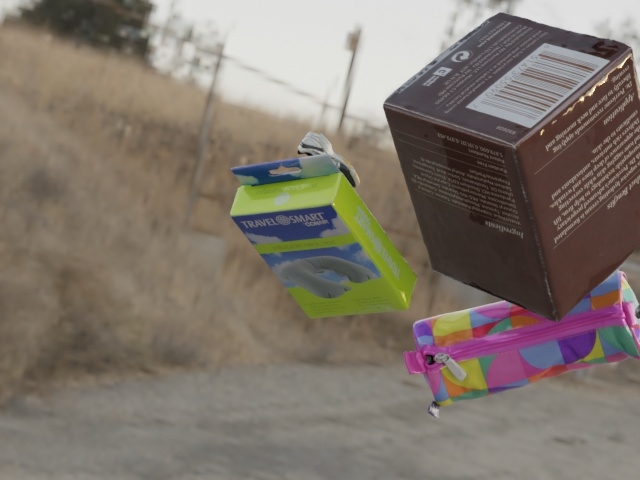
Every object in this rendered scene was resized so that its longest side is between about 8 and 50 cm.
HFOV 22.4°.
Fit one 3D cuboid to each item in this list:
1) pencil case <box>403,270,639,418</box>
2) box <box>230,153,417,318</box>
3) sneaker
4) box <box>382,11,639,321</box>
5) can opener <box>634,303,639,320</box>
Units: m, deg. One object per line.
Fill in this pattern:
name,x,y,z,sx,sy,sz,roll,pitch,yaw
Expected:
pencil case,0.207,0.101,1.629,0.236,0.104,0.104,-16,-8,9
box,0.000,0.000,1.442,0.109,0.042,0.178,-7,-42,31
sneaker,0.007,-0.085,1.822,0.083,0.037,0.032,45,-14,-11
box,0.189,-0.071,1.480,0.167,0.168,0.203,23,-38,44
can opener,0.338,0.031,1.537,0.073,0.186,0.059,25,-36,-25
